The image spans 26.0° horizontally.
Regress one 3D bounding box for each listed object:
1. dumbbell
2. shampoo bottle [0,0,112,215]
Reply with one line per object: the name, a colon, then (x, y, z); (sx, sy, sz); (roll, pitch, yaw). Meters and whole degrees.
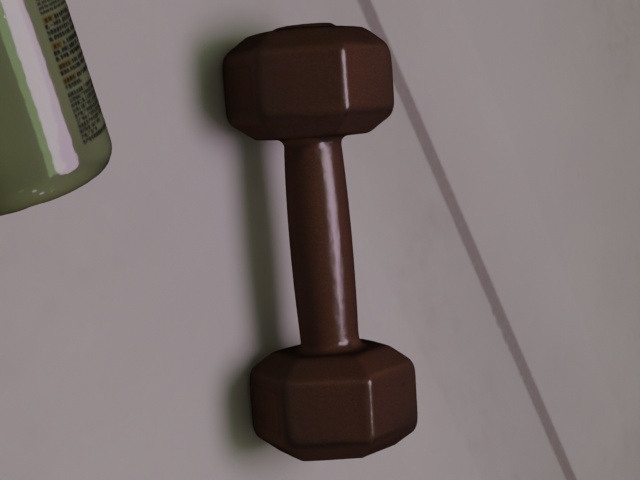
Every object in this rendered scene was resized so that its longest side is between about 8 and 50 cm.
dumbbell: (0.000, 0.000, 0.745); (0.082, 0.092, 0.231); (-7, 96, -26)
shampoo bottle: (-0.143, -0.094, 0.554); (0.079, 0.079, 0.162); (-38, 119, -47)
